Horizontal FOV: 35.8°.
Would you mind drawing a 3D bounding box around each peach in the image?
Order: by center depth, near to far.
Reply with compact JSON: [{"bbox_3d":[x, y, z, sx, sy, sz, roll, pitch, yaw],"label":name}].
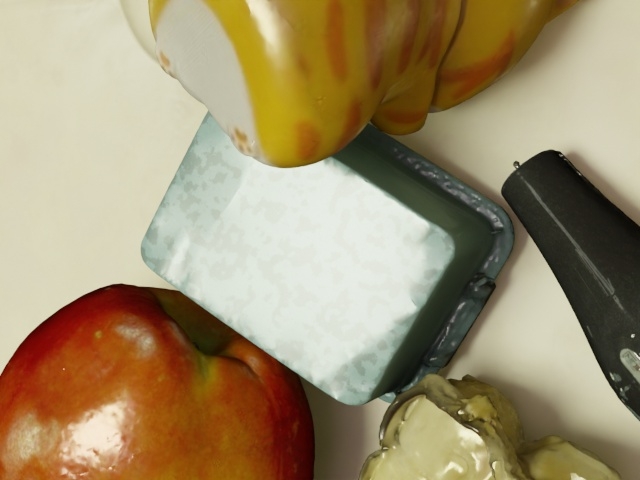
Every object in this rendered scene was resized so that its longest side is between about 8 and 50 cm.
[{"bbox_3d":[-0.120,0.150,0.695,0.243,0.199,0.244,3,104,13],"label":"peach"}]

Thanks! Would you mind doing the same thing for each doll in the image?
[{"bbox_3d":[0.024,-0.145,0.595,0.167,0.269,0.162,49,130,22],"label":"doll"}]

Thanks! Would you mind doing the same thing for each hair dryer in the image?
[{"bbox_3d":[0.238,-0.018,0.556,0.236,0.091,0.272,56,133,22],"label":"hair dryer"}]

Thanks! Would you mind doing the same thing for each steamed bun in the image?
[{"bbox_3d":[0.113,0.191,0.645,0.177,0.106,0.192,36,118,33],"label":"steamed bun"}]

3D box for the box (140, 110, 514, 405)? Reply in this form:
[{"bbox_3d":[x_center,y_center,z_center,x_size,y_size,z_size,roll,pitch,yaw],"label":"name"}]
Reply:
[{"bbox_3d":[0.000,0.000,0.672,0.227,0.130,0.162,34,105,16],"label":"box"}]
